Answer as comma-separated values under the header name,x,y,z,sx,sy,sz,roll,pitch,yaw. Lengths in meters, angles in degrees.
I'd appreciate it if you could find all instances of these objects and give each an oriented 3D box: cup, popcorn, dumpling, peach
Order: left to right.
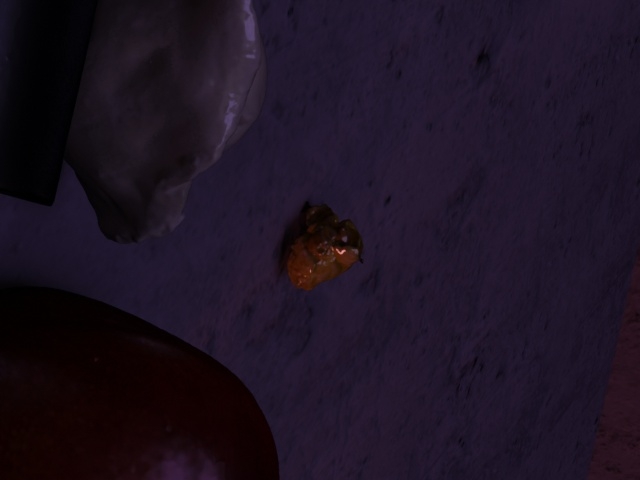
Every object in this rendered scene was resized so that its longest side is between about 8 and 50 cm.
name,x,y,z,sx,sy,sz,roll,pitch,yaw
cup,-0.201,-0.126,0.612,0.166,0.239,0.177,16,88,-23
peach,-0.158,0.151,0.813,0.275,0.245,0.249,58,28,-47
dumpling,-0.099,-0.110,0.746,0.132,0.162,0.250,8,109,-32
popcorn,0.000,0.000,1.155,0.084,0.084,0.084,-43,144,-43
